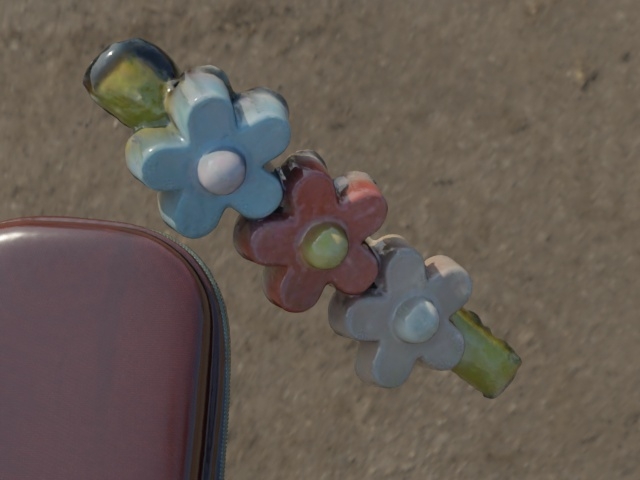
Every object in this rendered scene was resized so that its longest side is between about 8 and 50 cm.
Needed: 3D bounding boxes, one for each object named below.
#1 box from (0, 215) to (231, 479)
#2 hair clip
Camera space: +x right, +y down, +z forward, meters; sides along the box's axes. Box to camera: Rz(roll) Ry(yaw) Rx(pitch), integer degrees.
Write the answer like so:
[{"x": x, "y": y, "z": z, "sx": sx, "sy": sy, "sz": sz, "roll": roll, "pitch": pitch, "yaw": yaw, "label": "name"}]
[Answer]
[{"x": -0.206, "y": 0.181, "z": 1.193, "sx": 0.263, "sy": 0.108, "sz": 0.404, "roll": 4, "pitch": 80, "yaw": 7, "label": "box"}, {"x": 0.003, "y": 0.003, "z": 0.538, "sx": 0.062, "sy": 0.214, "sz": 0.056, "roll": -51, "pitch": 39, "yaw": 2, "label": "hair clip"}]
